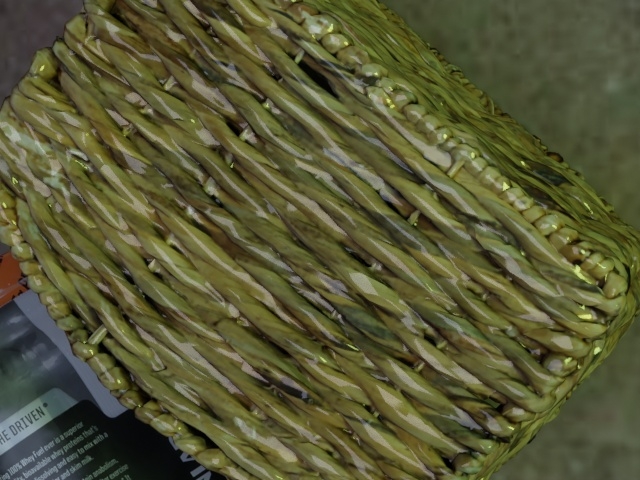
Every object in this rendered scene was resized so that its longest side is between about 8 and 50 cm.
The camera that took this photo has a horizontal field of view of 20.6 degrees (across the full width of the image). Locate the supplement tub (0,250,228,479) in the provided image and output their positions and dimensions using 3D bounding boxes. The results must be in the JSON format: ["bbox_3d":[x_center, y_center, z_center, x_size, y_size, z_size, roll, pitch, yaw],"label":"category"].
[{"bbox_3d":[-0.108,0.163,0.974,0.193,0.193,0.316,-36,85,17],"label":"supplement tub"}]

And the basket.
[{"bbox_3d":[0.000,0.000,0.905,0.299,0.223,0.213,41,102,9],"label":"basket"}]
